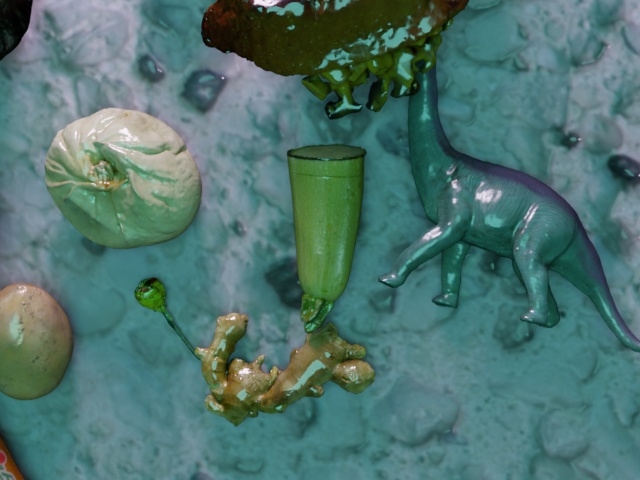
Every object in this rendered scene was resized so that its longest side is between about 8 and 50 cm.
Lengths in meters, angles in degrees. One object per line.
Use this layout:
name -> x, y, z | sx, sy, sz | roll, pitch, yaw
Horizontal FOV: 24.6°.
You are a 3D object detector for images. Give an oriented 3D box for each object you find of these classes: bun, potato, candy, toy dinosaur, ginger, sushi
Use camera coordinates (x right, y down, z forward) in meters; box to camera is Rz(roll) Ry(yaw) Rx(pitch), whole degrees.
bun -> -0.233, -0.071, 1.728 | 0.164, 0.111, 0.188 | -44, 94, 10
potato -> -0.358, 0.120, 1.761 | 0.112, 0.112, 0.147 | -3, 102, 5
candy -> -0.182, 0.098, 1.782 | 0.035, 0.035, 0.123 | -32, 100, 10
toy dinosaur -> 0.232, -0.073, 1.707 | 0.383, 0.129, 0.331 | 14, 87, 2
ginger -> -0.050, 0.159, 1.765 | 0.193, 0.052, 0.176 | 39, 96, 8
sushi -> 0.016, -0.254, 1.664 | 0.296, 0.179, 0.167 | -18, 50, -4

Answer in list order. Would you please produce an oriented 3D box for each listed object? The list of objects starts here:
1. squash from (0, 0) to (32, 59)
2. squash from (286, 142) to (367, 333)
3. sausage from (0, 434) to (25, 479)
squash -> -0.430, -0.277, 1.699 | 0.193, 0.156, 0.193 | 10, 58, -17
squash -> 0.000, 0.000, 1.728 | 0.094, 0.094, 0.224 | 5, 99, 4
sausage -> -0.407, 0.297, 1.784 | 0.093, 0.093, 0.312 | -27, 92, 6
